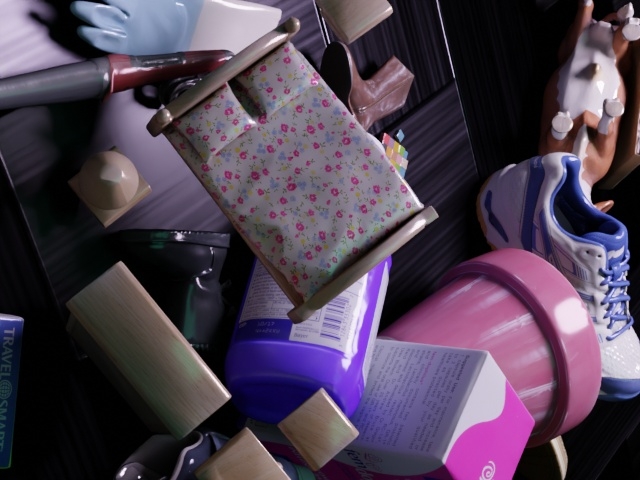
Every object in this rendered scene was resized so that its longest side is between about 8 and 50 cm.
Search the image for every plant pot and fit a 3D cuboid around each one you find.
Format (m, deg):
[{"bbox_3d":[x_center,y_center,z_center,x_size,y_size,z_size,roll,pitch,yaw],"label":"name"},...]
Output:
[{"bbox_3d":[0.145,0.126,1.299,0.180,0.201,0.201,-19,107,-34],"label":"plant pot"}]

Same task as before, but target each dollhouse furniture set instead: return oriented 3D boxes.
[{"bbox_3d":[0.000,0.000,0.955,0.355,0.174,0.303,-39,92,-13],"label":"dollhouse furniture set"}]

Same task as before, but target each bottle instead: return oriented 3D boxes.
[{"bbox_3d":[0.001,0.025,1.147,0.092,0.118,0.283,80,19,-51],"label":"bottle"}]

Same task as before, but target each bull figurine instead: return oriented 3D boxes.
[{"bbox_3d":[0.311,-0.146,1.538,0.188,0.101,0.310,85,13,-68],"label":"bull figurine"}]

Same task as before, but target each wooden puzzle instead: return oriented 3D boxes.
[{"bbox_3d":[0.070,-0.076,1.329,0.049,0.006,0.083,32,66,-48],"label":"wooden puzzle"}]

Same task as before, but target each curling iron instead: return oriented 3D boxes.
[{"bbox_3d":[-0.161,-0.112,0.997,0.274,0.035,0.068,-12,129,-48],"label":"curling iron"}]

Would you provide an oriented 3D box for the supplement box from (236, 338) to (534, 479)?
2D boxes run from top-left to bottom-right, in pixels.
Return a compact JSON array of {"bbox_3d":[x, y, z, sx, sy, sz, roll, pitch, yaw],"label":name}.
[{"bbox_3d":[0.056,0.159,1.146,0.111,0.220,0.114,53,52,-38],"label":"supplement box"}]

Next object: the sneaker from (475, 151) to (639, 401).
[{"bbox_3d":[0.289,0.043,1.440,0.112,0.131,0.296,-38,98,-44],"label":"sneaker"}]

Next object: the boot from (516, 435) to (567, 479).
[{"bbox_3d":[0.255,0.160,1.516,0.165,0.077,0.213,-49,121,-40],"label":"boot"}]

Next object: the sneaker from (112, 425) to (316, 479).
[{"bbox_3d":[-0.112,0.260,1.052,0.163,0.086,0.226,33,74,-38],"label":"sneaker"}]

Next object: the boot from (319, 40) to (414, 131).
[{"bbox_3d":[0.049,-0.161,1.274,0.114,0.037,0.106,-38,133,-41],"label":"boot"}]

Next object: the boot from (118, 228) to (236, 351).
[{"bbox_3d":[-0.116,0.040,1.067,0.121,0.045,0.099,4,91,-53],"label":"boot"}]

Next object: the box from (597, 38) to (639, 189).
[{"bbox_3d":[0.379,-0.159,1.615,0.201,0.021,0.164,96,2,-81],"label":"box"}]

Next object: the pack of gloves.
[{"bbox_3d":[-0.103,-0.233,1.048,0.232,0.046,0.195,9,108,-56],"label":"pack of gloves"}]

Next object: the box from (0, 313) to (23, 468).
[{"bbox_3d":[-0.268,0.099,0.876,0.178,0.042,0.109,9,84,-51],"label":"box"}]
